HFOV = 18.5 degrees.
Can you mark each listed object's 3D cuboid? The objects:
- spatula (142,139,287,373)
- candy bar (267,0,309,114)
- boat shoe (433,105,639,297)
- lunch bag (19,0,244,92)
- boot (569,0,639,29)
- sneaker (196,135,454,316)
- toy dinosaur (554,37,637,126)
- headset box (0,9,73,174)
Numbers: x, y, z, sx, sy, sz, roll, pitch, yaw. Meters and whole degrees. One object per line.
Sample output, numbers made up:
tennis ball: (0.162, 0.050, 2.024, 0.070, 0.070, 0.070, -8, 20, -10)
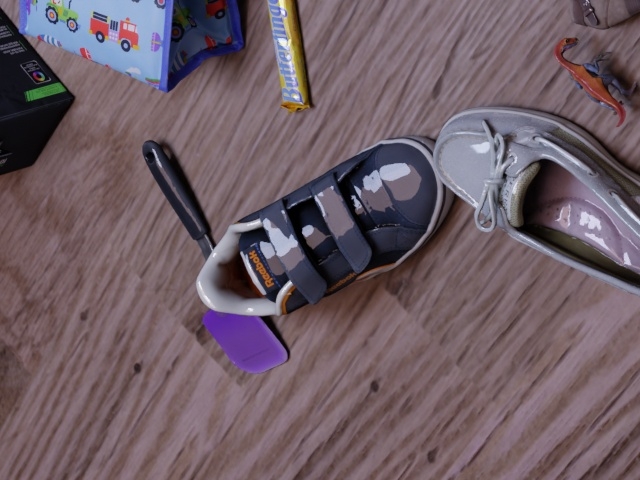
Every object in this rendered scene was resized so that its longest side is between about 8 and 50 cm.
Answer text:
spatula: (-0.132, 0.019, 2.245, 0.084, 0.030, 0.296, -29, 86, 43)
candy bar: (-0.037, -0.215, 2.104, 0.040, 0.018, 0.161, 1, 104, 39)
boat shoe: (0.234, -0.034, 1.890, 0.320, 0.103, 0.118, 32, 122, 27)
lunch bag: (-0.209, -0.339, 2.085, 0.221, 0.138, 0.293, 23, 131, 31)
boot: (0.260, -0.256, 1.840, 0.087, 0.042, 0.118, -1, 103, 41)
sneaker: (0.000, 0.000, 2.075, 0.321, 0.127, 0.126, -35, 80, 38)
toy dinosaur: (0.257, -0.157, 1.859, 0.082, 0.090, 0.047, 30, 109, -9)
headset box: (-0.469, -0.187, 2.306, 0.283, 0.246, 0.131, 51, 129, 15)
